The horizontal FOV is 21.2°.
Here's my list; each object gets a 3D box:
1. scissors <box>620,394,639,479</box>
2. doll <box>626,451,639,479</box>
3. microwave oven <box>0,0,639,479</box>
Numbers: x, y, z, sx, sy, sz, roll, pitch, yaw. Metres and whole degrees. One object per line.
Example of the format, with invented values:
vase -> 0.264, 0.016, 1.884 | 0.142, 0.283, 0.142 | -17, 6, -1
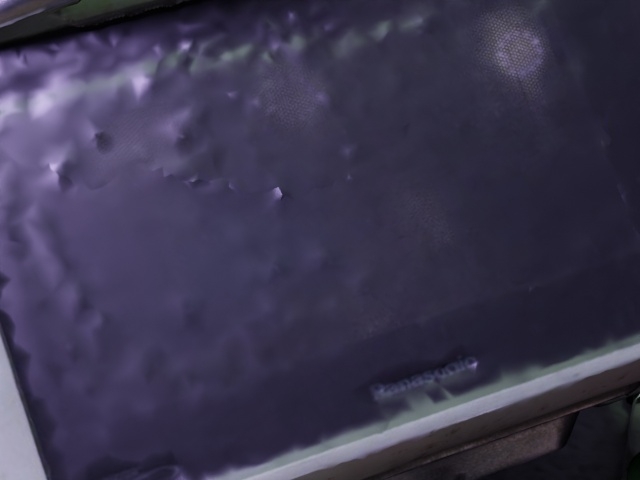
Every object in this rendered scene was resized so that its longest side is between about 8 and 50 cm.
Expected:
scissors -> 0.183, 0.095, 0.937 | 0.109, 0.022, 0.300 | 6, 33, 16
doll -> 0.222, 0.169, 0.692 | 0.182, 0.160, 0.363 | 10, 33, 2
microwave oven -> 0.000, 0.000, 0.770 | 0.394, 0.247, 0.333 | -17, -2, -15
